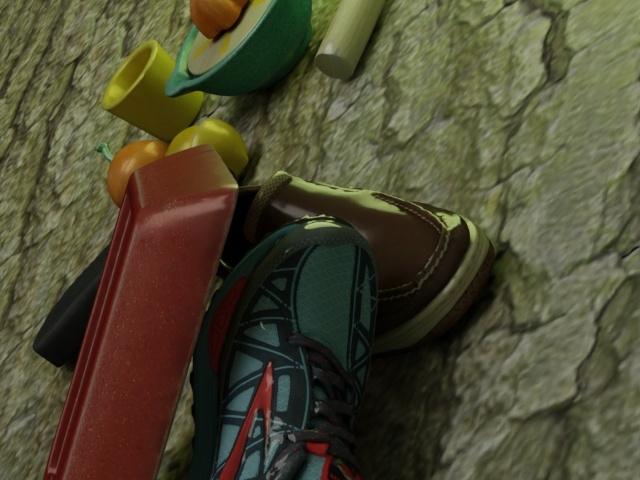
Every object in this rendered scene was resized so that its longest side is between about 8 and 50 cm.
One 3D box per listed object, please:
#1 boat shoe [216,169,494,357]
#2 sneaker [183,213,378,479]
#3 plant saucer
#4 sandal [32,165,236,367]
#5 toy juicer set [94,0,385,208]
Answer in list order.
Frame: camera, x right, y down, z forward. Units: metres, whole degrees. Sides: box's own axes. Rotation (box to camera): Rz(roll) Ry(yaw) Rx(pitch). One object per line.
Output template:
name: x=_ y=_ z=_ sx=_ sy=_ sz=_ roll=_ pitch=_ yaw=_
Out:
boat shoe: x=-0.004 y=0.007 z=1.138 sx=0.257 sy=0.095 sz=0.095 roll=-3 pitch=54 yaw=60
sneaker: x=-0.006 y=0.115 z=0.994 sx=0.125 sy=0.104 sz=0.261 roll=1 pitch=74 yaw=54
plant saucer: x=-0.110 y=0.074 z=1.097 sx=0.258 sy=0.048 sz=0.259 roll=-129 pitch=54 yaw=-80
sandal: x=-0.123 y=0.018 z=1.412 sx=0.254 sy=0.054 sz=0.097 roll=-41 pitch=18 yaw=48
toy juicer set: x=-0.063 y=-0.140 z=1.455 sx=0.329 sy=0.089 sz=0.209 roll=-35 pitch=28 yaw=33
